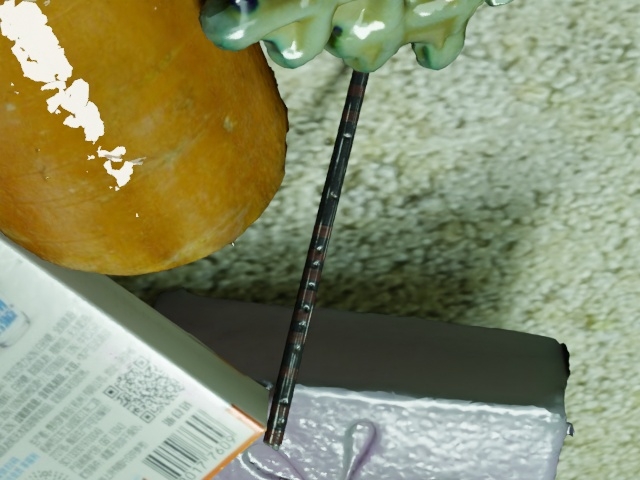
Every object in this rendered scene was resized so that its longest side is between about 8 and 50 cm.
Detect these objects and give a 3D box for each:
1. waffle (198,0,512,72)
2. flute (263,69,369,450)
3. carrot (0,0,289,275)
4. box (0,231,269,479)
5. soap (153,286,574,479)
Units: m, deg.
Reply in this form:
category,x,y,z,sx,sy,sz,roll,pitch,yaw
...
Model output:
category,x,y,z,sx,sy,sz,roll,pitch,yaw
waffle,0.061,-0.206,0.980,0.292,0.056,0.309,11,129,-50
flute,0.000,0.000,1.249,0.014,0.014,0.269,16,87,-32
carrot,-0.160,-0.152,1.035,0.193,0.214,0.331,-41,136,-12
box,-0.218,0.114,1.242,0.265,0.048,0.273,38,116,-22
soap,0.013,0.189,1.369,0.285,0.107,0.296,4,122,-1
